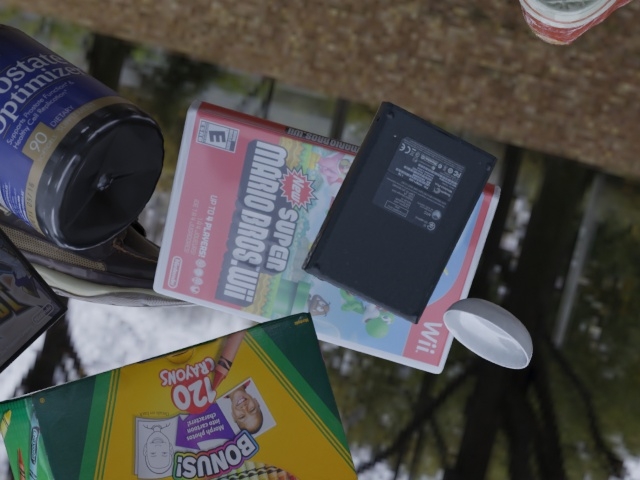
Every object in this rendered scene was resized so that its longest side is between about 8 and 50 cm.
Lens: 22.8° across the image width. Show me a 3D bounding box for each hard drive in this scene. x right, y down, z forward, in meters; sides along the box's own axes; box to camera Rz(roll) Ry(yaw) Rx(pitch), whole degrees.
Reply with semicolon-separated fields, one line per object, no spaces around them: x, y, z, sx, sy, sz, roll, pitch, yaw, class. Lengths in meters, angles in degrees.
0.057;-0.019;1.140;0.094;0.135;0.022;26;180;-15;hard drive

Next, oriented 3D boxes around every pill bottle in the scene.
-0.237;-0.094;1.238;0.219;0.123;0.123;33;-161;27;pill bottle

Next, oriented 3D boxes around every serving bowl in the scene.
0.147;0.074;1.351;0.083;0.027;0.083;29;160;12;serving bowl

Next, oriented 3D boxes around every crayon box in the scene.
-0.114;0.174;1.318;0.278;0.165;0.081;-15;179;-36;crayon box

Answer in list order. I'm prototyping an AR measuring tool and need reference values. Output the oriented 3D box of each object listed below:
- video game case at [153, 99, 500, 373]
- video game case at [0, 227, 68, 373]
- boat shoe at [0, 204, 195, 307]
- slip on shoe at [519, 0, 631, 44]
0.000;0.000;1.449;0.285;0.204;0.025;16;-148;2;video game case
-0.367;0.031;1.360;0.248;0.035;0.275;51;-148;-7;video game case
-0.263;0.001;1.767;0.355;0.130;0.132;7;179;3;boat shoe
0.302;-0.307;1.489;0.123;0.331;0.101;41;165;13;slip on shoe
